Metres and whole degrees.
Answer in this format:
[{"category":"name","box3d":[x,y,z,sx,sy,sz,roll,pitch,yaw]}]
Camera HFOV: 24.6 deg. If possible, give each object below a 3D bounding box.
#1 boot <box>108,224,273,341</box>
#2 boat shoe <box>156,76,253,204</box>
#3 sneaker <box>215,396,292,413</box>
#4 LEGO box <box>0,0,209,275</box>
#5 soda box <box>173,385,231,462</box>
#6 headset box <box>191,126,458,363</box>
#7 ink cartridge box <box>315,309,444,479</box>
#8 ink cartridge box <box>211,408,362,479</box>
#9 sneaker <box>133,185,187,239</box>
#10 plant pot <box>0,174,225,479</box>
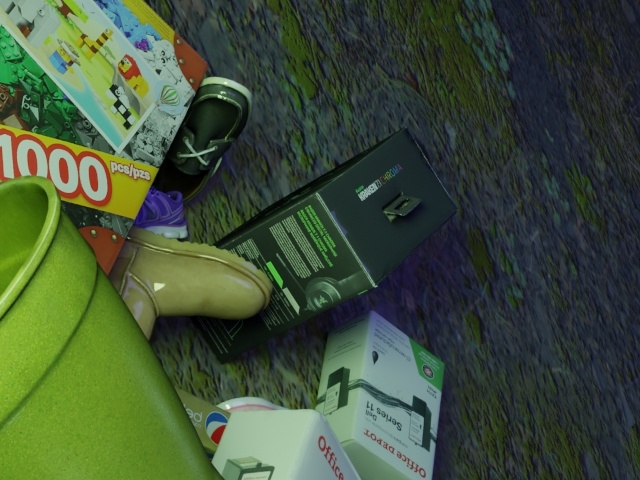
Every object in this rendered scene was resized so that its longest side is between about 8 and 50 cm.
[{"category":"boot","box3d":[-0.196,0.122,1.573,0.236,0.089,0.269,16,54,1]},{"category":"boat shoe","box3d":[-0.141,-0.116,1.756,0.084,0.233,0.079,20,59,-15]},{"category":"sneaker","box3d":[-0.071,0.231,1.756,0.134,0.051,0.070,22,46,-47]},{"category":"LEGO box","box3d":[-0.398,-0.204,1.526,0.500,0.193,0.372,43,40,-23]},{"category":"soda box","box3d":[-0.155,0.212,1.658,0.181,0.061,0.058,30,47,-35]},{"category":"headset box","box3d":[0.000,0.000,1.799,0.131,0.283,0.246,58,35,-5]},{"category":"ink cartridge box","box3d":[0.075,0.221,1.910,0.153,0.087,0.208,37,43,-29]},{"category":"ink cartridge box","box3d":[-0.053,0.345,1.579,0.198,0.115,0.273,63,35,-38]},{"category":"sneaker","box3d":[-0.221,-0.035,1.726,0.170,0.068,0.071,-4,95,-60]},{"category":"plant pot","box3d":[-0.267,0.195,1.309,0.353,0.366,0.366,52,37,-24]}]
